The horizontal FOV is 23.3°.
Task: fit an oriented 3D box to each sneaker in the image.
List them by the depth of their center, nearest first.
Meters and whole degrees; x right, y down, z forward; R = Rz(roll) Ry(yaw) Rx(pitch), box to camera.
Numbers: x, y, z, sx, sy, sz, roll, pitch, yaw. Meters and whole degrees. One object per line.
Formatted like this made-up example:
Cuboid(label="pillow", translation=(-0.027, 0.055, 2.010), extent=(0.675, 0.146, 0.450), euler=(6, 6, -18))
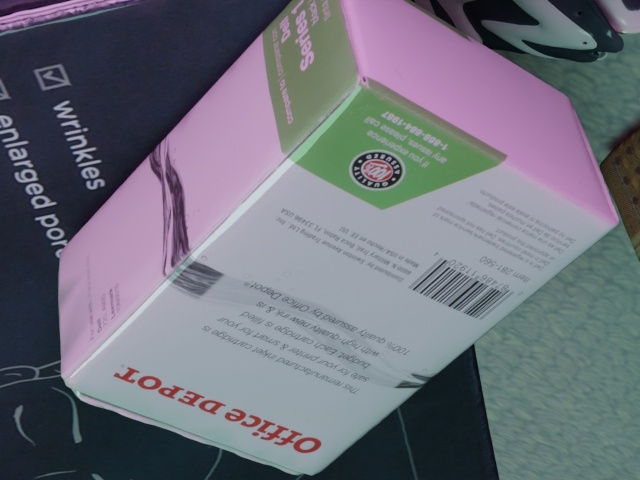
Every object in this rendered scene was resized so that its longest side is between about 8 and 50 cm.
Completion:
Cuboid(label="sneaker", translation=(0.139, -0.181, 0.882), extent=(0.153, 0.094, 0.235), euler=(19, 144, 9))

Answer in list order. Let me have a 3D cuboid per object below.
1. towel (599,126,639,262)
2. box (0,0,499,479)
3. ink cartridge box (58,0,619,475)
Cuboid(label="towel", translation=(0.312, 0.054, 0.910), extent=(0.040, 0.370, 0.271), euler=(-9, 159, -30))
Cuboid(label="box", translation=(-0.164, -0.028, 0.944), extent=(0.471, 0.297, 0.480), euler=(-11, 136, 4))
Cuboid(label="ink cartridge box", translation=(0.000, 0.000, 0.730), extent=(0.160, 0.093, 0.219), euler=(26, 126, -33))
